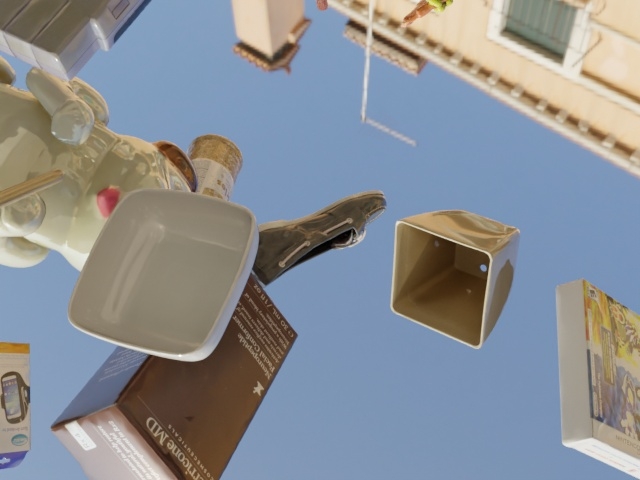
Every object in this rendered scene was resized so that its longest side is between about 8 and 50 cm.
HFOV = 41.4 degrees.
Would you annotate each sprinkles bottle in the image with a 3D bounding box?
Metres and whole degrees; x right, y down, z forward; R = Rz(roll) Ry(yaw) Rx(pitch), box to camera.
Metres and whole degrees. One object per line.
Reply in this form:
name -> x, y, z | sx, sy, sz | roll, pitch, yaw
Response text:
sprinkles bottle -> -0.240, -0.060, 1.626 | 0.121, 0.121, 0.355 | 4, -138, 5

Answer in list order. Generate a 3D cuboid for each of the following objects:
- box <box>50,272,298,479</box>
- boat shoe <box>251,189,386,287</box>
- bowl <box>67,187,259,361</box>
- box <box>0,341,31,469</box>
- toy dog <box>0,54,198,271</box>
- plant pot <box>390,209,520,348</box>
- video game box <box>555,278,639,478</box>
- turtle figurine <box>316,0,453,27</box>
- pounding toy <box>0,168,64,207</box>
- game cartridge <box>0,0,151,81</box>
box -> -0.190, 0.195, 1.218 | 0.143, 0.191, 0.381 | -24, -159, 32
boat shoe -> 0.000, 0.000, 1.495 | 0.335, 0.112, 0.095 | -19, -109, -36
bowl -> -0.124, 0.031, 0.706 | 0.142, 0.053, 0.142 | 12, -113, 22
box -> -0.352, 0.179, 0.918 | 0.028, 0.081, 0.136 | -8, -102, 24
toy dog -> -0.372, -0.071, 1.135 | 0.408, 0.395, 0.285 | 23, -109, -3
plant pot -> 0.145, 0.027, 0.863 | 0.109, 0.109, 0.096 | 22, -146, 34
video game box -> 0.364, 0.175, 1.041 | 0.048, 0.187, 0.205 | -23, -131, 41
turtle figurine -> 0.121, -0.263, 0.766 | 0.217, 0.269, 0.087 | -8, -89, 25
pounding toy -> -0.315, -0.021, 0.724 | 0.181, 0.094, 0.206 | 0, -159, -22
game cartridge -> -0.262, -0.349, 0.954 | 0.230, 0.068, 0.355 | 28, -113, 13
